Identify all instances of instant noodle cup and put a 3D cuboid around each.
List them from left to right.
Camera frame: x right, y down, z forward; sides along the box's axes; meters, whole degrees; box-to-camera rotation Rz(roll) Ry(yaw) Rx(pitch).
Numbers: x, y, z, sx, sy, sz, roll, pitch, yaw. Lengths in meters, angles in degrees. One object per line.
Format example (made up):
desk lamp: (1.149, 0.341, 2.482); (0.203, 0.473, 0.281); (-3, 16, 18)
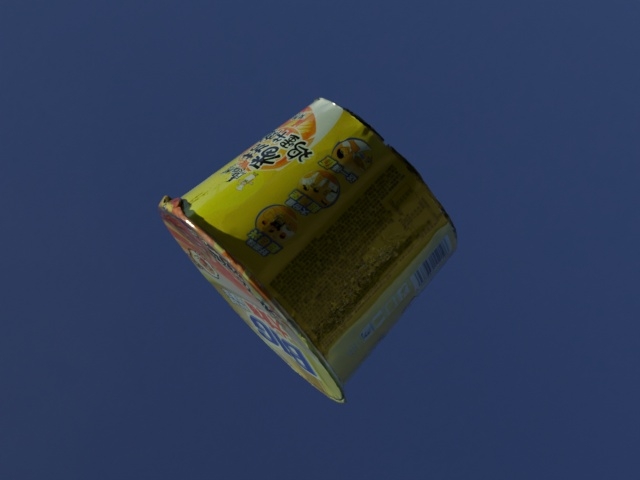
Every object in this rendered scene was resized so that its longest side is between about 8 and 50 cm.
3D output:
instant noodle cup: (0.000, 0.000, 1.284); (0.153, 0.205, 0.205); (-43, -99, -8)
